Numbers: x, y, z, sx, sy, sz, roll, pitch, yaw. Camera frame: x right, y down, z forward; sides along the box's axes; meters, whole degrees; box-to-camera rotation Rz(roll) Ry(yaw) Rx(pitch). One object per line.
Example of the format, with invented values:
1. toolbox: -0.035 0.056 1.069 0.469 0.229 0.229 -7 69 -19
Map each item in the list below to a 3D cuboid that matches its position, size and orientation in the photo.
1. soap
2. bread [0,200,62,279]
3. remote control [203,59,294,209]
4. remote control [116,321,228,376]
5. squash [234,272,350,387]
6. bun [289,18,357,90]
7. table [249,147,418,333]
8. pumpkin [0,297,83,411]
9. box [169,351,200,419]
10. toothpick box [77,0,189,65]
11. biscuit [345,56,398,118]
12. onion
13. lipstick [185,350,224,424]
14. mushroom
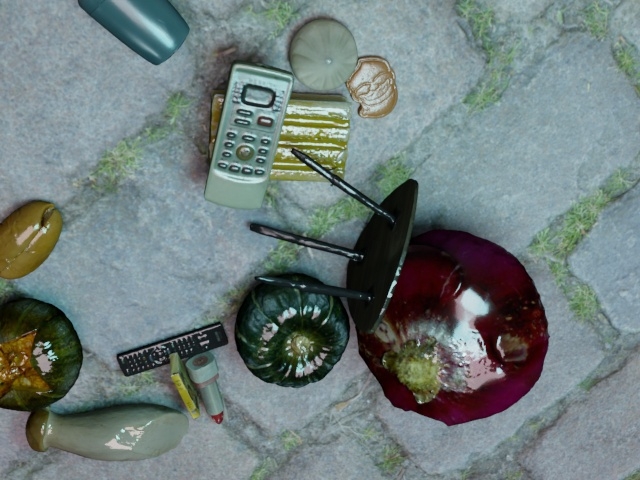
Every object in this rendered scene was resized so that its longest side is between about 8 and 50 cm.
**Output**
1. soap: -0.083 -0.204 1.575 0.274 0.089 0.173 1 115 -11
2. bread: -0.589 0.003 1.577 0.114 0.077 0.189 40 103 -19
3. remote control: -0.138 -0.192 1.502 0.123 0.038 0.285 11 113 -15
4. remote control: -0.326 0.240 1.756 0.245 0.025 0.063 -17 116 -4
5. squash: -0.060 0.195 1.709 0.252 0.165 0.252 -4 111 -10
6. bun: 0.010 -0.353 1.527 0.138 0.094 0.138 -4 110 -11
7. table: 0.000 0.000 1.576 0.249 0.317 0.317 19 108 -14
8. pumpkin: -0.598 0.234 1.625 0.238 0.159 0.238 3 107 9
9. box: -0.298 0.322 1.757 0.020 0.073 0.149 -18 126 -1
10. toothpick box: -0.328 -0.405 1.424 0.120 0.120 0.184 -43 117 9
11. biscuit: 0.106 -0.309 1.604 0.102 0.019 0.130 -20 115 -3
12. onion: 0.302 0.164 1.676 0.398 0.420 0.398 4 98 32
13. lipstick: -0.252 0.343 1.801 0.063 0.057 0.186 -29 125 -29
14. mushroom: -0.469 0.421 1.757 0.350 0.128 0.128 4 112 -8
